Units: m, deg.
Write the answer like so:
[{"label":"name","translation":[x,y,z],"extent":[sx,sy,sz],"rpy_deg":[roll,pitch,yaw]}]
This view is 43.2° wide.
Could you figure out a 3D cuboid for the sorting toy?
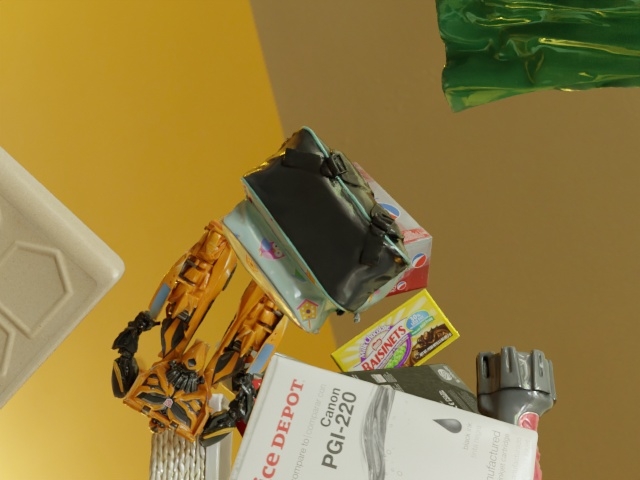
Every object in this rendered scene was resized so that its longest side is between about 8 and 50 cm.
[{"label":"sorting toy","translation":[-0.308,0.037,0.714],"extent":[0.193,0.038,0.208],"rpy_deg":[42,-95,2]}]

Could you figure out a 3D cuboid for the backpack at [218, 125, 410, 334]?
[{"label":"backpack","translation":[0.000,0.000,0.769],"extent":[0.144,0.188,0.166],"rpy_deg":[-41,-99,6]}]

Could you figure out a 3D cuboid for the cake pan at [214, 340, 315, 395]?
[{"label":"cake pan","translation":[-0.063,0.263,1.461],"extent":[0.293,0.293,0.054],"rpy_deg":[24,-87,41]}]

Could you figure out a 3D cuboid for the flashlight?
[{"label":"flashlight","translation":[0.248,0.277,0.946],"extent":[0.103,0.103,0.304],"rpy_deg":[-21,-132,34]}]

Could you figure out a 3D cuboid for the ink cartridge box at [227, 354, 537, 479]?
[{"label":"ink cartridge box","translation":[0.040,0.198,0.608],"extent":[0.217,0.092,0.159],"rpy_deg":[14,-127,6]}]

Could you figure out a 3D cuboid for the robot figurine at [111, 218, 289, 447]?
[{"label":"robot figurine","translation":[-0.153,0.131,1.060],"extent":[0.211,0.085,0.291],"rpy_deg":[29,-86,-1]}]

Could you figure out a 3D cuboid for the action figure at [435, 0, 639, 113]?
[{"label":"action figure","translation":[0.198,-0.153,0.570],"extent":[0.232,0.063,0.137],"rpy_deg":[9,-47,30]}]

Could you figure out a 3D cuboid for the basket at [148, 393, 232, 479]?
[{"label":"basket","translation":[-0.187,0.313,1.177],"extent":[0.103,0.113,0.167],"rpy_deg":[0,-111,3]}]

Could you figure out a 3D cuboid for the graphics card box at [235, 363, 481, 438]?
[{"label":"graphics card box","translation":[0.087,0.288,1.166],"extent":[0.233,0.370,0.094],"rpy_deg":[47,-50,49]}]

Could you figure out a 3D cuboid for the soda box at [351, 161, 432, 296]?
[{"label":"soda box","translation":[0.072,-0.023,1.253],"extent":[0.263,0.083,0.092],"rpy_deg":[-128,-148,-52]}]

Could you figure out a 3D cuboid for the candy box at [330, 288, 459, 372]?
[{"label":"candy box","translation":[0.130,0.184,1.407],"extent":[0.205,0.027,0.105],"rpy_deg":[-34,-103,-9]}]
